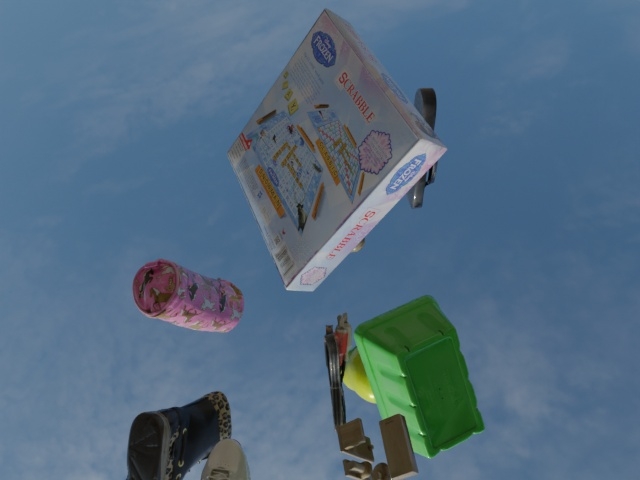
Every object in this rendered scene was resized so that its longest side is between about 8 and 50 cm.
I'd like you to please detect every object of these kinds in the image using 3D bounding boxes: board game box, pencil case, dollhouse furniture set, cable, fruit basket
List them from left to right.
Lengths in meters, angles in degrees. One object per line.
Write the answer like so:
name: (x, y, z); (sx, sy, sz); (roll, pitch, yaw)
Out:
pencil case: (-0.379, 0.169, 1.598); (0.160, 0.386, 0.167); (-48, -116, 4)
board game box: (-0.002, -0.140, 0.856); (0.318, 0.065, 0.319); (-48, -127, 30)
cable: (0.052, 0.318, 1.275); (0.072, 0.139, 0.288); (-7, -93, 2)
dollhouse furniture set: (0.139, 0.442, 1.119); (0.151, 0.123, 0.144); (-31, -135, 22)
fruit basket: (0.220, 0.350, 1.438); (0.282, 0.392, 0.392); (-21, -130, -13)

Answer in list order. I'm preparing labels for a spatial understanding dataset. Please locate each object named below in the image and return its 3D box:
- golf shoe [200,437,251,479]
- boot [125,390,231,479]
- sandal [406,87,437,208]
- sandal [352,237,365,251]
golf shoe: (-0.208, 0.535, 1.092); (0.115, 0.140, 0.306); (2, -137, 1)
boot: (-0.365, 0.581, 1.379); (0.138, 0.284, 0.378); (10, -83, 27)
sandal: (0.204, -0.166, 1.041); (0.054, 0.255, 0.097); (-2, -140, -5)
sandal: (0.000, 0.000, 1.012); (0.180, 0.072, 0.049); (-4, -172, 39)
